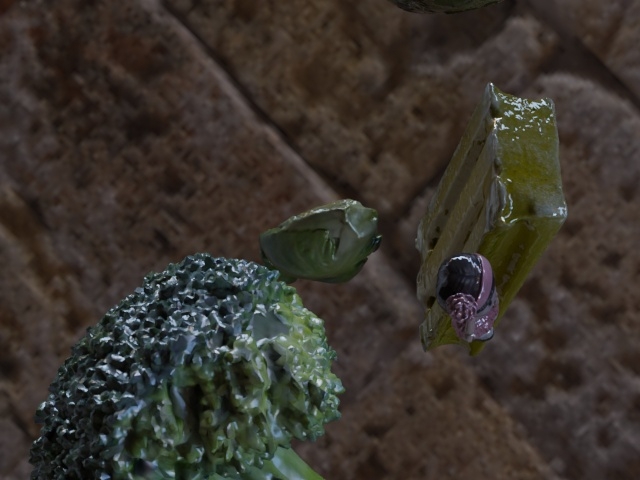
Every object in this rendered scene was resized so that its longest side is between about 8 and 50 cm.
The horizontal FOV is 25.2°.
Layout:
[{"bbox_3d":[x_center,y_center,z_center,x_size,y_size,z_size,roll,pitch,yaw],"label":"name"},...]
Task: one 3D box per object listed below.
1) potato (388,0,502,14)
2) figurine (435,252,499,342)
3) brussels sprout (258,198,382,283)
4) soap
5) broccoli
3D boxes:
[{"bbox_3d":[0.099,-0.315,1.025,0.218,0.202,0.351,38,-35,17],"label":"potato"},{"bbox_3d":[0.136,0.059,1.332,0.054,0.072,0.129,12,-21,15],"label":"figurine"},{"bbox_3d":[0.001,0.003,1.709,0.139,0.101,0.181,-3,-1,-29],"label":"brussels sprout"},{"bbox_3d":[0.199,-0.018,1.743,0.091,0.315,0.199,7,53,-12],"label":"soap"},{"bbox_3d":[-0.090,0.171,1.204,0.302,0.249,0.375,23,48,-1],"label":"broccoli"}]
